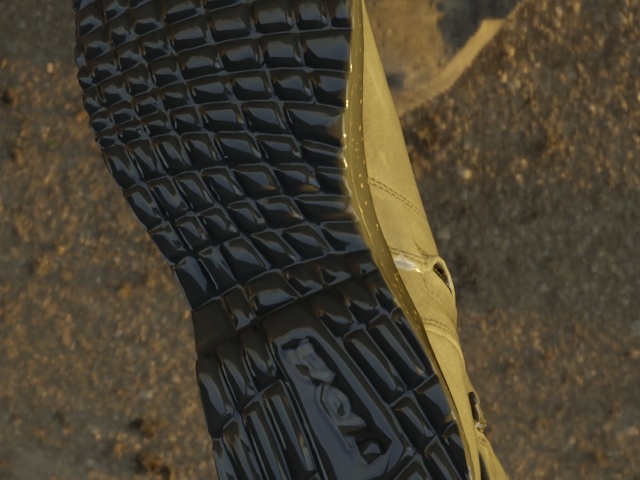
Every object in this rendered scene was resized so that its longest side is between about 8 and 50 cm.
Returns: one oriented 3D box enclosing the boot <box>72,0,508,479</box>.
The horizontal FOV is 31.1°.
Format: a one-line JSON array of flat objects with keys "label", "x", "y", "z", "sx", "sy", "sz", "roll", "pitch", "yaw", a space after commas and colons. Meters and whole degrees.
[{"label": "boot", "x": 0.000, "y": 0.000, "z": 0.518, "sx": 0.118, "sy": 0.338, "sz": 0.222, "roll": -14, "pitch": 163, "yaw": 12}]
